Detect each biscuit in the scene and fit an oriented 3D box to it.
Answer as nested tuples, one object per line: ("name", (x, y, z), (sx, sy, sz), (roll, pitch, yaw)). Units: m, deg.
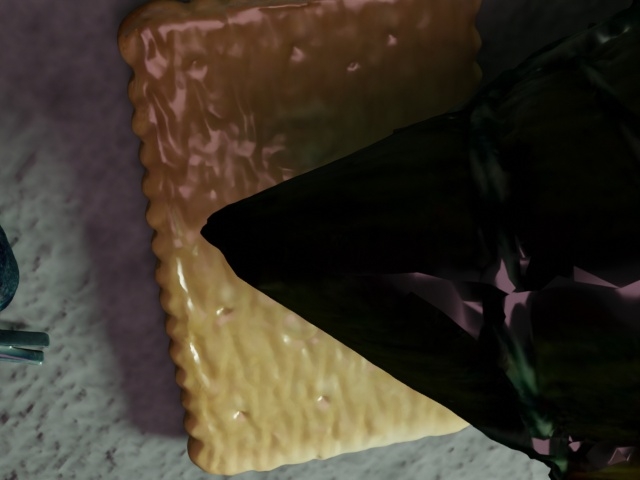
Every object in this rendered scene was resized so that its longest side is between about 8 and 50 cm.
("biscuit", (0.000, 0.000, 0.512), (0.160, 0.030, 0.250), (-10, 119, -7))

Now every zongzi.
("zongzi", (0.203, -0.064, 0.443), (0.383, 0.362, 0.319), (-10, 155, 25))

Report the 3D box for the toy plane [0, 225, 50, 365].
("toy plane", (-0.222, 0.003, 0.454), (0.235, 0.060, 0.096), (13, 127, -23))
